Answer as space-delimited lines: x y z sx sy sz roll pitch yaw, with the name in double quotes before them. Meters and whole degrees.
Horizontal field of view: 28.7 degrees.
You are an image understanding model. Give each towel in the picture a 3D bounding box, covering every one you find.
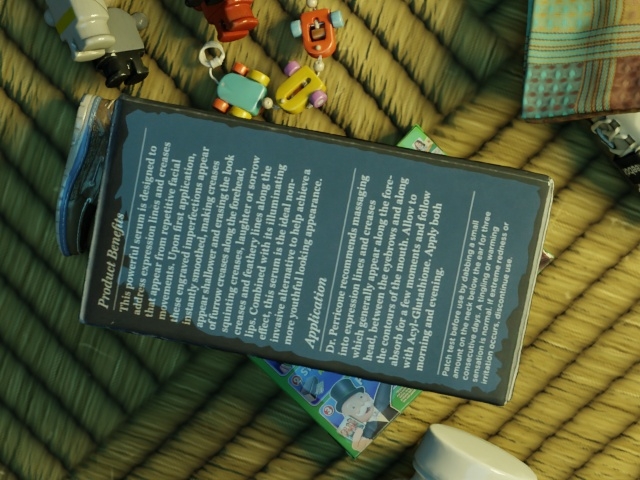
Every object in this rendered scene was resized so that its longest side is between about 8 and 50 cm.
"towel" 0.329 -0.305 1.238 0.271 0.040 0.370 -4 73 38

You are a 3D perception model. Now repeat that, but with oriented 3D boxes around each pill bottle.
"pill bottle" 0.111 0.369 1.353 0.176 0.176 0.319 24 95 1

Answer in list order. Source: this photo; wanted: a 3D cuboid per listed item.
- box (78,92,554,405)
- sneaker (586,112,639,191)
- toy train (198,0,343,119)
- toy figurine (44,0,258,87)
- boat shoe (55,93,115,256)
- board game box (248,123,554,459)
"box" 0.000 0.000 1.225 0.395 0.293 0.212 11 94 3
"sneaker" 0.369 -0.096 1.331 0.330 0.122 0.146 19 93 2
"toy train" -0.046 -0.192 1.386 0.166 0.046 0.125 -15 73 11
"toy figurine" -0.185 -0.272 1.303 0.209 0.213 0.148 -23 83 7
"boat shoe" -0.250 -0.068 1.391 0.066 0.066 0.183 11 95 1
"board game box" 0.072 0.057 1.395 0.213 0.046 0.317 44 95 0
